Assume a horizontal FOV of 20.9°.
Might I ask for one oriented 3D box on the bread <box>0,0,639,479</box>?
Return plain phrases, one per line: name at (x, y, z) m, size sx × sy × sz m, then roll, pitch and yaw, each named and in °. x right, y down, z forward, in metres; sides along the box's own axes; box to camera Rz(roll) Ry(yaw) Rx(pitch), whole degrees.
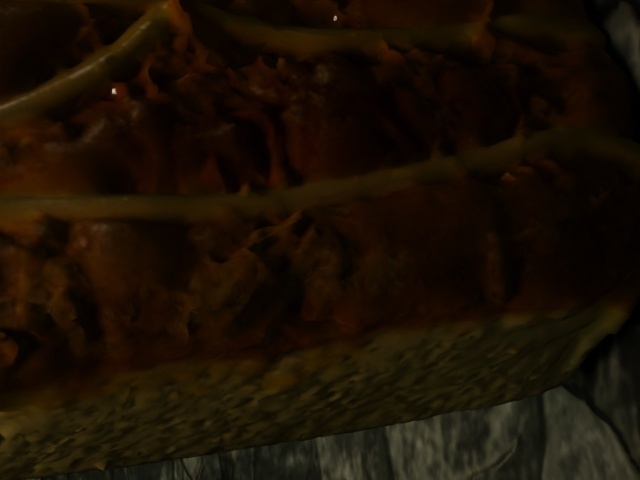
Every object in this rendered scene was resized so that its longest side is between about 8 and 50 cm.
bread at (-0.031, -0.028, 0.583) m, size 0.114 × 0.275 × 0.185 m, roll 128°, pitch 132°, yaw -57°
